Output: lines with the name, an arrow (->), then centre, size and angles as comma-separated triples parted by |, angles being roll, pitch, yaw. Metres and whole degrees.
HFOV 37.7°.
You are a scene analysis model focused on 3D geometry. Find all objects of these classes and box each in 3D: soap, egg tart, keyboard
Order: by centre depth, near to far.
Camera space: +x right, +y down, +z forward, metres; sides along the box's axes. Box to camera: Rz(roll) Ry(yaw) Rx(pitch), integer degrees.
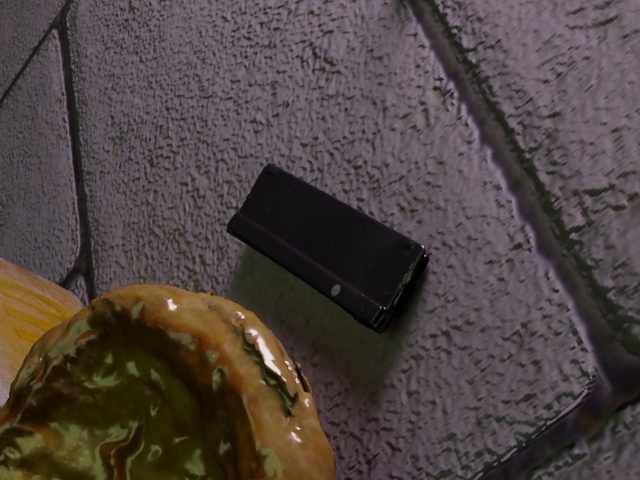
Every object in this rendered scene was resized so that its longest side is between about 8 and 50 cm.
egg tart -> -0.114, 0.195, 0.657 | 0.341, 0.129, 0.341 | -11, 67, 27
keyboard -> 0.001, 0.000, 0.734 | 0.231, 0.023, 0.072 | 31, 90, 52
soap -> -0.278, 0.124, 0.894 | 0.089, 0.173, 0.274 | -53, 40, 7
